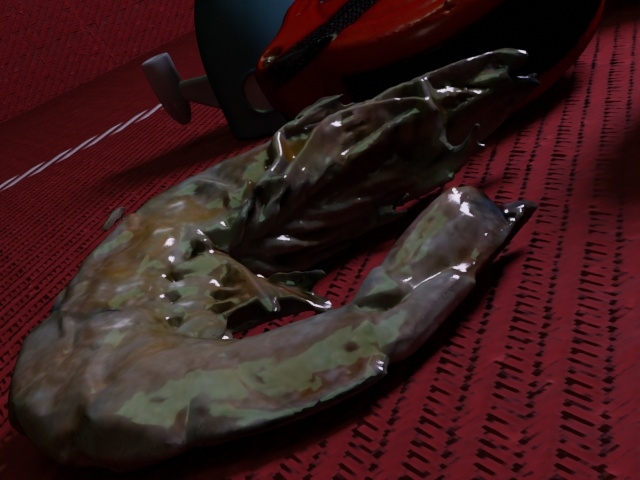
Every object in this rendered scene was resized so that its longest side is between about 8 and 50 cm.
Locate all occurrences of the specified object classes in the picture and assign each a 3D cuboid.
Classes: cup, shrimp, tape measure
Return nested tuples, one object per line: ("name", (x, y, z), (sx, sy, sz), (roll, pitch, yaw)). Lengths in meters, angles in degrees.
("cup", (-0.053, -0.213, 1.035), (0.300, 0.173, 0.167), (-16, 21, 23))
("shrimp", (0.000, 0.000, 0.544), (0.360, 0.085, 0.247), (-35, 30, -21))
("tape measure", (0.085, -0.179, 0.779), (0.260, 0.114, 0.253), (-12, 39, 36))
